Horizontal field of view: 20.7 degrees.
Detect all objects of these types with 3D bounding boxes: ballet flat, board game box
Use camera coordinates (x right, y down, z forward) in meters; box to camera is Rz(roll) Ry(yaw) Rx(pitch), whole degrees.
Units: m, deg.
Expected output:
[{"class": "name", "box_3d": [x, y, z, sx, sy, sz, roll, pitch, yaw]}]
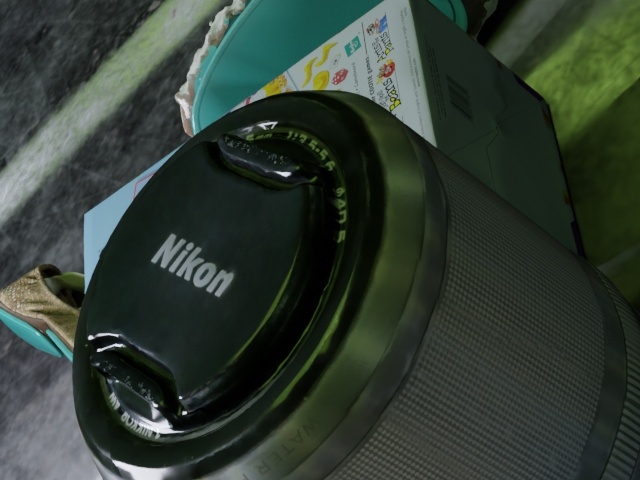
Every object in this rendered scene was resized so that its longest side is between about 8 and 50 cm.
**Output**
[{"class": "ballet flat", "box_3d": [0.073, -0.204, 1.176, 0.409, 0.147, 0.147, -44, 39, 11]}, {"class": "ballet flat", "box_3d": [-0.172, 0.061, 1.277, 0.067, 0.073, 0.206, -48, 40, -13]}, {"class": "board game box", "box_3d": [0.000, 0.000, 1.069, 0.275, 0.142, 0.144, -32, 43, 28]}]

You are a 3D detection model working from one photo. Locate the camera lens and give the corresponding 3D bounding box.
[{"class": "camera lens", "box_3d": [0.032, 0.071, 0.874, 0.219, 0.274, 0.219, -27, 46, 33]}]
